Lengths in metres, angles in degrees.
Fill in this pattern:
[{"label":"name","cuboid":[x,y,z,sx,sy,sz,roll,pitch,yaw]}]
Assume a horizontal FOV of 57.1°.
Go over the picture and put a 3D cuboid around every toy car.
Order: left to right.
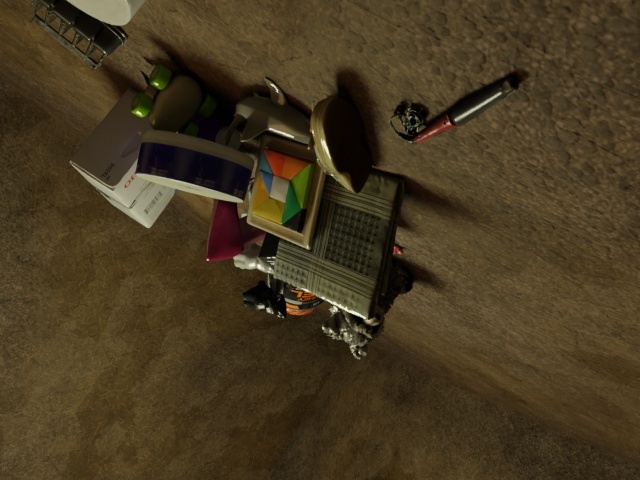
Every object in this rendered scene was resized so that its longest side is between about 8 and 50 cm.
[{"label":"toy car","cuboid":[-0.359,-0.346,1.386,0.155,0.149,0.188,27,-161,-40]}]

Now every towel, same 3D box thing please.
[{"label":"towel","cuboid":[0.036,-0.014,1.302,0.324,0.312,0.056,22,-166,42]}]

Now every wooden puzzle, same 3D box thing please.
[{"label":"wooden puzzle","cuboid":[-0.086,-0.116,1.344,0.044,0.221,0.238,-2,-161,-45]}]

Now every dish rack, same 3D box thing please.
[{"label":"dish rack","cuboid":[-0.585,-0.504,1.398,0.208,0.074,0.271,40,167,-25]}]

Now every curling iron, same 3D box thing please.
[{"label":"curling iron","cuboid":[0.179,-0.181,0.834,0.068,0.035,0.274,37,167,-18]}]

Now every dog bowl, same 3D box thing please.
[{"label":"dog bowl","cuboid":[-0.296,-0.172,1.391,0.264,0.104,0.265,13,178,0]}]

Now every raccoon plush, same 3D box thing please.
[{"label":"raccoon plush","cuboid":[0.117,0.204,1.838,0.216,0.299,0.446,32,168,1]}]

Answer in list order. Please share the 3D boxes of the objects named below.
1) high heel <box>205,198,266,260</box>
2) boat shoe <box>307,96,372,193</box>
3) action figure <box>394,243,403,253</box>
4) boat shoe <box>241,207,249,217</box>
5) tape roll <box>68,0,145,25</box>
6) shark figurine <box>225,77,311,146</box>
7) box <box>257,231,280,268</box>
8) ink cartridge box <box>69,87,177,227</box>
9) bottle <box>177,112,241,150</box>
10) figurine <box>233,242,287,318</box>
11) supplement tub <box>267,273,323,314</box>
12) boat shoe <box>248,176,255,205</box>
[{"label":"high heel","cuboid":[-0.296,-0.131,1.577,0.377,0.181,0.127,59,158,17]},{"label":"boat shoe","cuboid":[0.023,-0.173,1.088,0.089,0.105,0.285,25,166,21]},{"label":"action figure","cuboid":[0.185,0.021,1.609,0.115,0.030,0.038,13,152,51]},{"label":"boat shoe","cuboid":[-0.121,-0.045,1.926,0.306,0.105,0.113,32,162,-30]},{"label":"tape roll","cuboid":[-0.396,-0.485,0.937,0.286,0.100,0.286,31,168,7]},{"label":"shark figurine","cuboid":[-0.138,-0.242,1.208,0.278,0.116,0.166,18,159,43]},{"label":"box","cuboid":[0.000,0.000,1.491,0.270,0.165,0.143,-3,151,38]},{"label":"ink cartridge box","cuboid":[-0.562,-0.242,1.829,0.166,0.286,0.395,32,167,6]},{"label":"bottle","cuboid":[-0.321,-0.285,1.524,0.282,0.092,0.118,22,169,39]},{"label":"figurine","cuboid":[-0.165,0.112,1.705,0.209,0.092,0.215,10,114,62]},{"label":"supplement tub","cuboid":[-0.057,0.082,1.810,0.207,0.207,0.338,30,148,13]},{"label":"boat shoe","cuboid":[-0.132,-0.150,1.578,0.320,0.118,0.103,173,78,-75]}]
